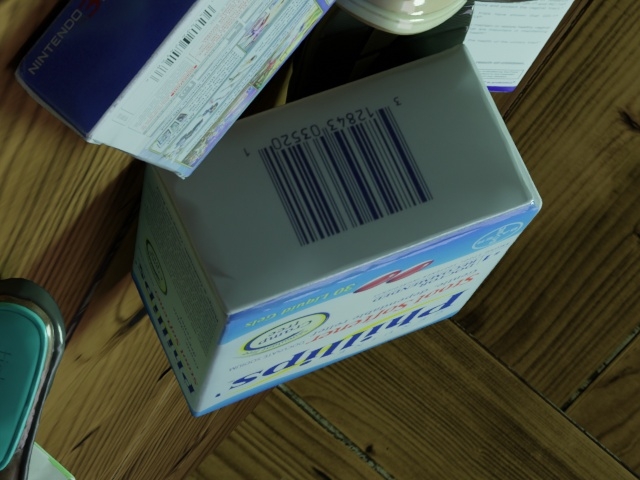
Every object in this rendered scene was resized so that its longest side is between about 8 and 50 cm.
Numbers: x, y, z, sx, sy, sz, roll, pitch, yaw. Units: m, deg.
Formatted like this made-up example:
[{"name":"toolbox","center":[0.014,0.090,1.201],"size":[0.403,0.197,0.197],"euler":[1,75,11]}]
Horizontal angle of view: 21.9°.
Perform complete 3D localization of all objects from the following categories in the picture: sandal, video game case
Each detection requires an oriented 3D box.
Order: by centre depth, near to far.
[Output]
[{"name":"video game case","center":[-0.038,-0.164,0.946],"size":[0.269,0.061,0.244],"euler":[-50,172,2]},{"name":"sandal","center":[0.027,-0.155,1.353],"size":[0.120,0.086,0.303],"euler":[2,155,-20]}]

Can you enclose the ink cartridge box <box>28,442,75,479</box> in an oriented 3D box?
[{"name":"ink cartridge box","center":[-0.315,0.276,1.315],"size":[0.207,0.119,0.353],"euler":[-48,173,-27]}]

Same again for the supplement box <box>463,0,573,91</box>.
[{"name":"supplement box","center":[0.144,-0.232,1.401],"size":[0.114,0.111,0.220],"euler":[0,152,-18]}]

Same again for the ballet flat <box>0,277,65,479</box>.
[{"name":"ballet flat","center":[-0.238,0.155,1.120],"size":[0.096,0.095,0.280],"euler":[-114,-132,-78]}]

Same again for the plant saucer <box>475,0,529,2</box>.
[{"name":"plant saucer","center":[0.164,-0.230,0.900],"size":[0.310,0.050,0.310],"euler":[-25,155,-13]}]

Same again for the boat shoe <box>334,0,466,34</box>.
[{"name":"boat shoe","center":[0.095,-0.254,1.169],"size":[0.302,0.109,0.098],"euler":[-52,171,-43]}]

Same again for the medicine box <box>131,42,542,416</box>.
[{"name":"medicine box","center":[0.000,0.000,1.333],"size":[0.263,0.149,0.289],"euler":[-20,164,-15]}]
